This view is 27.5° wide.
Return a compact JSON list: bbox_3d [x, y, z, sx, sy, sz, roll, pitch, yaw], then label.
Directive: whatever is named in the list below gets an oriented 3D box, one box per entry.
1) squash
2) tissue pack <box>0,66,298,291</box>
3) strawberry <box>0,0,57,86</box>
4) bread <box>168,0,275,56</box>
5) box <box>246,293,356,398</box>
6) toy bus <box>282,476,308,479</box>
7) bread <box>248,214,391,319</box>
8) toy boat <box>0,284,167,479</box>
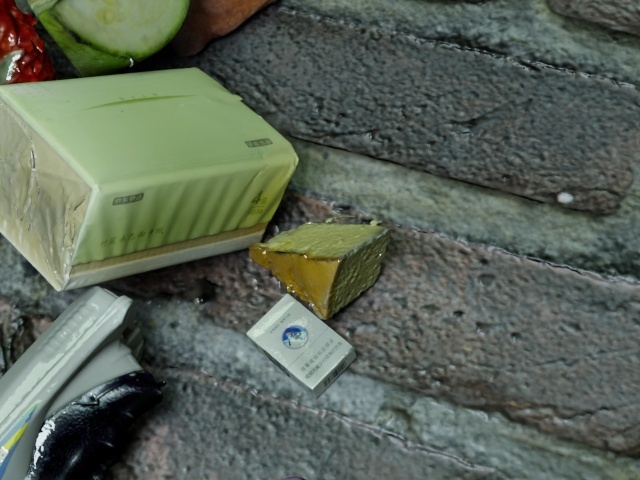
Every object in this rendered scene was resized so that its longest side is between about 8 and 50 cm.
[{"bbox_3d":[-0.247,-0.204,1.254,0.289,0.111,0.203,-8,36,45],"label":"squash"},{"bbox_3d":[-0.161,-0.061,1.131,0.234,0.125,0.159,-12,46,-46],"label":"tissue pack"},{"bbox_3d":[-0.354,-0.183,1.278,0.205,0.205,0.244,-17,35,0],"label":"strawberry"},{"bbox_3d":[-0.106,-0.326,1.344,0.244,0.123,0.190,-38,58,-14],"label":"bread"},{"bbox_3d":[-0.017,0.091,1.132,0.083,0.024,0.054,38,74,27],"label":"box"},{"bbox_3d":[-0.076,0.253,0.949,0.142,0.202,0.142,-6,90,10],"label":"toy bus"},{"bbox_3d":[0.000,0.000,1.143,0.084,0.080,0.109,-30,55,-35],"label":"bread"},{"bbox_3d":[-0.220,0.172,1.064,0.141,0.141,0.269,17,66,20],"label":"toy boat"}]
